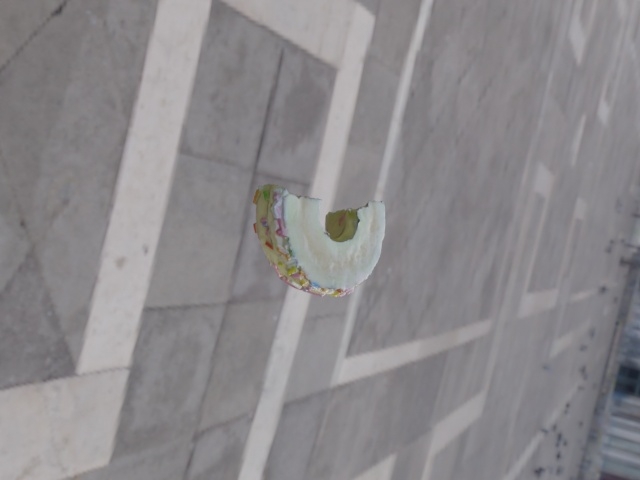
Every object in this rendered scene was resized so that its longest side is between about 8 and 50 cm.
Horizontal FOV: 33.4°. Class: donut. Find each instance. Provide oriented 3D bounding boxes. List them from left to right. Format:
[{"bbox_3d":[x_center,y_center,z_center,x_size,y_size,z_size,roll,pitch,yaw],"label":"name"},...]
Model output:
[{"bbox_3d":[-0.002,0.004,1.099,0.166,0.065,0.108,7,83,-45],"label":"donut"}]
